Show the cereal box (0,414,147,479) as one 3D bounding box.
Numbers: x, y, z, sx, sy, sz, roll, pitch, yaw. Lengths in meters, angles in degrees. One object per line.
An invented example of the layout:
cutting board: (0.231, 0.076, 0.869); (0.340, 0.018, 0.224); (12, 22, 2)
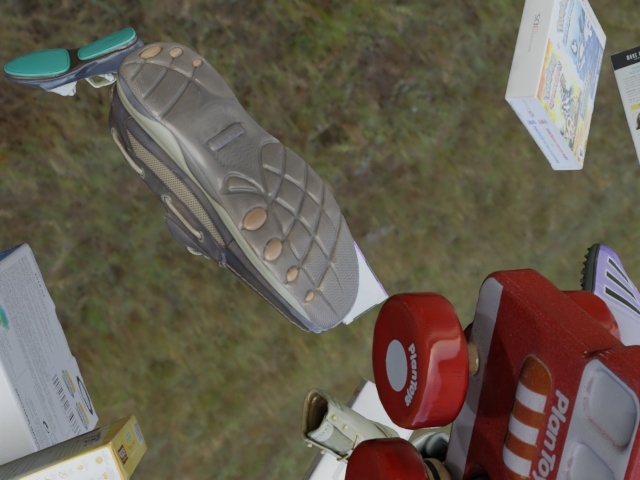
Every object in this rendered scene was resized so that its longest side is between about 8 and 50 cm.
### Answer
cereal box: (-0.299, 0.247, 1.179); (0.240, 0.047, 0.173); (-22, -178, -1)

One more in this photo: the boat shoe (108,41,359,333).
boat shoe: (-0.095, -0.047, 1.263); (0.132, 0.355, 0.130); (-33, 173, -38)

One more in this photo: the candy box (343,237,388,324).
candy box: (0.000, 0.000, 1.553); (0.070, 0.165, 0.196); (-32, -163, -1)

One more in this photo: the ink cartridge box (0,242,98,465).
ink cartridge box: (-0.401, 0.166, 1.466); (0.151, 0.270, 0.395); (-19, -172, 2)

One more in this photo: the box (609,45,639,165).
box: (0.549, -0.199, 1.917); (0.100, 0.244, 0.060); (-17, 157, 21)

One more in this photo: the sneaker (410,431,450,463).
sneaker: (0.154, 0.278, 1.418); (0.262, 0.099, 0.121); (-10, 126, -54)

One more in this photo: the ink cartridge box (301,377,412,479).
ink cartridge box: (0.057, 0.392, 2.110); (0.283, 0.117, 0.207); (-59, 178, -5)

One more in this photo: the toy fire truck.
toy fire truck: (0.146, 0.178, 0.848); (0.169, 0.254, 0.302); (1, 113, -21)

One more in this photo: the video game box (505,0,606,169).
video game box: (0.301, -0.221, 1.500); (0.048, 0.205, 0.187); (1, 156, 34)

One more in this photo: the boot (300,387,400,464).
boot: (0.056, 0.302, 1.643); (0.165, 0.213, 0.077); (36, 106, -27)

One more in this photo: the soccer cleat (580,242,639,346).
soccer cleat: (0.396, 0.130, 1.523); (0.116, 0.318, 0.109); (-6, 134, 13)

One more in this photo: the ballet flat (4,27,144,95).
ballet flat: (-0.343, -0.241, 1.685); (0.203, 0.074, 0.074); (-15, 163, 2)
